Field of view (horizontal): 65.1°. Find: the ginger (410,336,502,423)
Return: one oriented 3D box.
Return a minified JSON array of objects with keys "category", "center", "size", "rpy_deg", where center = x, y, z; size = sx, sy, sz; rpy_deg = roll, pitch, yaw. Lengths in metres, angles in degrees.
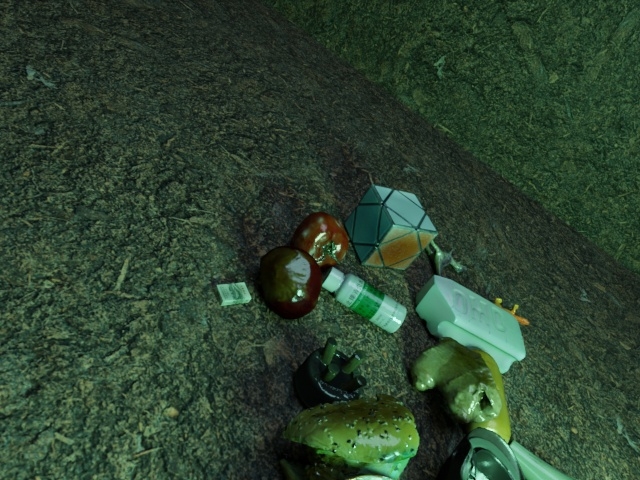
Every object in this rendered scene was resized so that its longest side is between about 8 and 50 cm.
[{"category":"ginger","center":[0.366,0.386,1.381],"size":[0.222,0.130,0.275],"rpy_deg":[-3,35,2]}]

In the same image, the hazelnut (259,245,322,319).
[{"category":"hazelnut","center":[-0.082,0.114,1.366],"size":[0.171,0.160,0.201],"rpy_deg":[6,81,-17]}]

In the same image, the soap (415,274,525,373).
[{"category":"soap","center":[0.487,0.264,1.656],"size":[0.347,0.115,0.208],"rpy_deg":[29,32,-8]}]

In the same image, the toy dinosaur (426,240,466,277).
[{"category":"toy dinosaur","center":[0.457,0.084,1.885],"size":[0.199,0.072,0.251],"rpy_deg":[55,29,9]}]

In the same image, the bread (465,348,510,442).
[{"category":"bread","center":[0.482,0.453,1.468],"size":[0.142,0.091,0.305],"rpy_deg":[22,37,-8]}]

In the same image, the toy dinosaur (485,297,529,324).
[{"category":"toy dinosaur","center":[0.637,0.264,1.825],"size":[0.289,0.070,0.117],"rpy_deg":[22,38,-9]}]

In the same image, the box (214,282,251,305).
[{"category":"box","center":[-0.229,0.139,1.310],"size":[0.083,0.024,0.054],"rpy_deg":[-2,48,-40]}]

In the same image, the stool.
[{"category":"stool","center":[0.045,0.345,1.199],"size":[0.153,0.139,0.228],"rpy_deg":[-10,54,-47]}]

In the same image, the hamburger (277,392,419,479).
[{"category":"hamburger","center":[0.072,0.426,1.020],"size":[0.288,0.167,0.192],"rpy_deg":[-3,8,-22]}]

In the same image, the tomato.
[{"category":"tomato","center":[0.000,0.000,1.533],"size":[0.187,0.186,0.151],"rpy_deg":[13,19,-27]}]

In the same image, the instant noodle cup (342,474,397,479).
[{"category":"instant noodle cup","center":[0.112,0.568,0.845],"size":[0.265,0.264,0.200],"rpy_deg":[20,-3,-19]}]

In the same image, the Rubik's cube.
[{"category":"Rubik's cube","center":[0.237,-0.043,1.734],"size":[0.208,0.205,0.204],"rpy_deg":[8,44,-31]}]

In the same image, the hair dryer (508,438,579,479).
[{"category":"hair dryer","center":[0.564,0.666,1.299],"size":[0.299,0.118,0.295],"rpy_deg":[-10,48,-29]}]

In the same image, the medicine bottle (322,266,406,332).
[{"category":"medicine bottle","center":[0.126,0.173,1.496],"size":[0.260,0.095,0.095],"rpy_deg":[31,36,-3]}]

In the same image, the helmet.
[{"category":"helmet","center":[0.356,0.593,1.135],"size":[0.225,0.177,0.305],"rpy_deg":[41,26,-2]}]
